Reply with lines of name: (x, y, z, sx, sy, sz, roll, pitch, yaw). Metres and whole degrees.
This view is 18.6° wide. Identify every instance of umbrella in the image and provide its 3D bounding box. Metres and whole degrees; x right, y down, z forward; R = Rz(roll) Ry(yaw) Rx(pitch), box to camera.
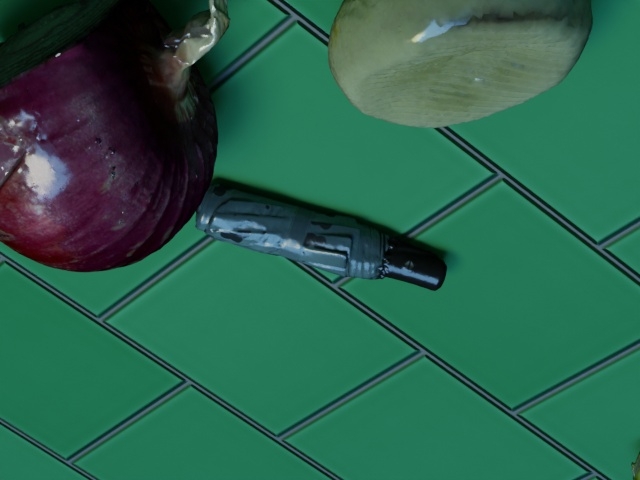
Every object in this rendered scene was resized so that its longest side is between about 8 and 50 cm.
umbrella: (0.000, 0.001, 1.883, 0.250, 0.053, 0.052, 17, 138, -1)

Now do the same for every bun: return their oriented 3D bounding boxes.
bun: (0.110, -0.186, 1.605, 0.222, 0.127, 0.222, -10, 157, -4)

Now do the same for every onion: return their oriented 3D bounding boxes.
onion: (-0.203, -0.086, 1.716, 0.272, 0.256, 0.230, 3, 126, 47)

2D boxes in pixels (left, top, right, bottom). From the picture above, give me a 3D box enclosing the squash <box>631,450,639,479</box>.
squash: (0.463, 0.292, 2.007, 0.287, 0.137, 0.137, 25, 138, -13)
